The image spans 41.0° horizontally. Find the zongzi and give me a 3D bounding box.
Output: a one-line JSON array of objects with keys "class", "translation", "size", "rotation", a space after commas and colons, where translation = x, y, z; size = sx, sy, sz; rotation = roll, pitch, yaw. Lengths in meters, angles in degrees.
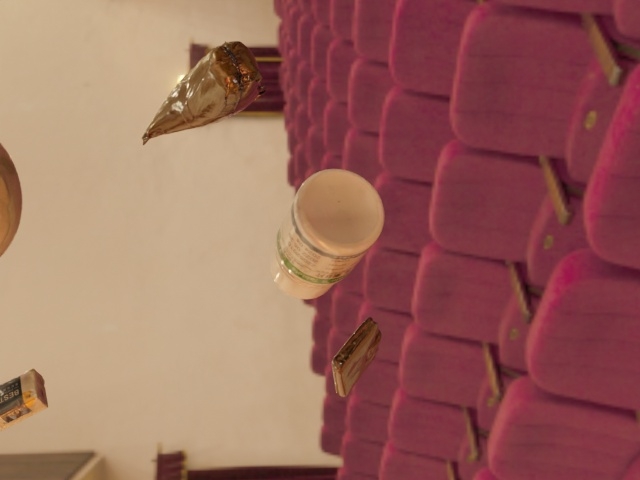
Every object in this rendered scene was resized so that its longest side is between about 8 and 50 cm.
[{"class": "zongzi", "translation": [-0.254, -0.281, 1.703], "size": [0.123, 0.289, 0.260], "rotation": [62, 179, -4]}]

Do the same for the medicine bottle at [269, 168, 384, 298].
[{"class": "medicine bottle", "translation": [0.000, 0.000, 1.316], "size": [0.237, 0.139, 0.139], "rotation": [124, 147, -61]}]

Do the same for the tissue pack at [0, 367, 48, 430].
[{"class": "tissue pack", "translation": [-0.453, 0.237, 1.278], "size": [0.042, 0.083, 0.062], "rotation": [64, 180, -47]}]

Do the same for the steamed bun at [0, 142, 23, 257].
[{"class": "steamed bun", "translation": [-0.587, -0.070, 1.266], "size": [0.177, 0.283, 0.283], "rotation": [-124, 33, -65]}]

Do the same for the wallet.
[{"class": "wallet", "translation": [0.060, 0.198, 1.459], "size": [0.118, 0.039, 0.152], "rotation": [-48, -23, -20]}]
